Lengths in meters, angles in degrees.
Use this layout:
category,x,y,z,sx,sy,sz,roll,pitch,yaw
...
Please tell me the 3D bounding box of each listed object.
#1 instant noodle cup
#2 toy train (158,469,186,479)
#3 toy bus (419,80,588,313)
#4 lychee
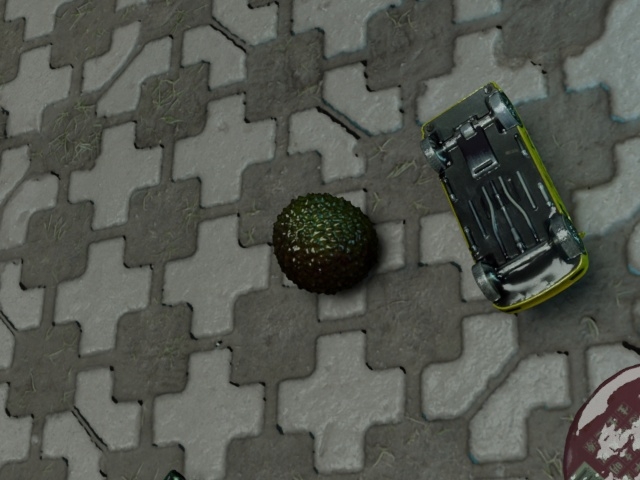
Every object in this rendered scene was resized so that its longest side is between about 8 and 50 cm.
category,x,y,z,sx,sy,sz,roll,pitch,yaw
instant noodle cup,0.420,0.273,1.229,0.235,0.178,0.234,-11,65,26
toy train,-0.239,0.449,1.574,0.154,0.107,0.198,32,88,27
toy bus,0.264,-0.050,1.468,0.144,0.152,0.330,-32,56,21
lychee,0.000,0.000,1.586,0.171,0.171,0.171,-11,65,25
